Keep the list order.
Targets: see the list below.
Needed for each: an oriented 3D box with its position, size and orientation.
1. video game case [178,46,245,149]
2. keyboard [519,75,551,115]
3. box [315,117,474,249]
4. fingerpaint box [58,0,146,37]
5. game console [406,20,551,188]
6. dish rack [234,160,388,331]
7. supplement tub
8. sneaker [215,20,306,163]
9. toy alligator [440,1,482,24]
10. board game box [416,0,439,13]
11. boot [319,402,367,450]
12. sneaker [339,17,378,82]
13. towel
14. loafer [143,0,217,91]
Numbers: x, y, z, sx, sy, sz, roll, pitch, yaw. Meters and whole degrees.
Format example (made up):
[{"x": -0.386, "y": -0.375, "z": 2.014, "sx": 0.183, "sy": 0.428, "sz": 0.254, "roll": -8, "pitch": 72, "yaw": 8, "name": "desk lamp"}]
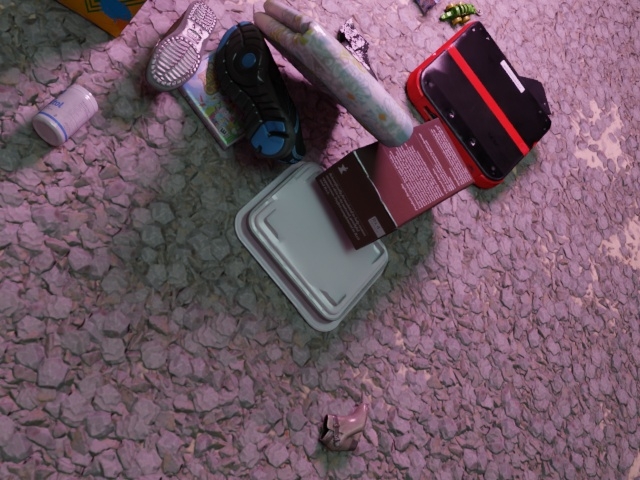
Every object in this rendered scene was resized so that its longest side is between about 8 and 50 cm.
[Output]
[{"x": -0.196, "y": -0.330, "z": 1.598, "sx": 0.212, "sy": 0.023, "sz": 0.193, "roll": -42, "pitch": 99, "yaw": -35, "name": "video game case"}, {"x": 0.557, "y": -0.399, "z": 2.110, "sx": 0.317, "sy": 0.033, "sz": 0.202, "roll": 2, "pitch": 69, "yaw": -32, "name": "keyboard"}, {"x": 0.182, "y": -0.138, "z": 1.665, "sx": 0.381, "sy": 0.143, "sz": 0.191, "roll": -27, "pitch": 87, "yaw": -50, "name": "box"}, {"x": -0.322, "y": -0.681, "z": 1.413, "sx": 0.163, "sy": 0.371, "sz": 0.445, "roll": 30, "pitch": 62, "yaw": -26, "name": "fingerpaint box"}, {"x": 0.439, "y": -0.370, "z": 1.984, "sx": 0.342, "sy": 0.060, "sz": 0.387, "roll": -44, "pitch": 101, "yaw": -29, "name": "game console"}, {"x": 0.000, "y": 0.000, "z": 1.595, "sx": 0.333, "sy": 0.072, "sz": 0.285, "roll": 50, "pitch": 56, "yaw": -9, "name": "dish rack"}, {"x": -0.478, "y": -0.234, "z": 1.354, "sx": 0.071, "sy": 0.071, "sz": 0.107, "roll": 43, "pitch": 56, "yaw": -14, "name": "supplement tub"}, {"x": -0.129, "y": -0.313, "z": 1.570, "sx": 0.139, "sy": 0.125, "sz": 0.341, "roll": 22, "pitch": 48, "yaw": -65, "name": "sneaker"}, {"x": 0.422, "y": -0.665, "z": 2.092, "sx": 0.189, "sy": 0.051, "sz": 0.056, "roll": -21, "pitch": 87, "yaw": -36, "name": "toy alligator"}, {"x": 0.286, "y": -0.772, "z": 2.033, "sx": 0.194, "sy": 0.060, "sz": 0.194, "roll": 45, "pitch": 56, "yaw": -14, "name": "board game box"}, {"x": 0.047, "y": 0.384, "z": 1.519, "sx": 0.087, "sy": 0.042, "sz": 0.119, "roll": 28, "pitch": 61, "yaw": -21, "name": "boot"}, {"x": 0.102, "y": -0.468, "z": 1.820, "sx": 0.170, "sy": 0.051, "sz": 0.089, "roll": 45, "pitch": 61, "yaw": -9, "name": "sneaker"}, {"x": 0.018, "y": -0.364, "z": 1.549, "sx": 0.320, "sy": 0.374, "sz": 0.090, "roll": 37, "pitch": 98, "yaw": -31, "name": "towel"}, {"x": -0.296, "y": -0.394, "z": 1.513, "sx": 0.094, "sy": 0.087, "sz": 0.251, "roll": 40, "pitch": 53, "yaw": -22, "name": "loafer"}]
